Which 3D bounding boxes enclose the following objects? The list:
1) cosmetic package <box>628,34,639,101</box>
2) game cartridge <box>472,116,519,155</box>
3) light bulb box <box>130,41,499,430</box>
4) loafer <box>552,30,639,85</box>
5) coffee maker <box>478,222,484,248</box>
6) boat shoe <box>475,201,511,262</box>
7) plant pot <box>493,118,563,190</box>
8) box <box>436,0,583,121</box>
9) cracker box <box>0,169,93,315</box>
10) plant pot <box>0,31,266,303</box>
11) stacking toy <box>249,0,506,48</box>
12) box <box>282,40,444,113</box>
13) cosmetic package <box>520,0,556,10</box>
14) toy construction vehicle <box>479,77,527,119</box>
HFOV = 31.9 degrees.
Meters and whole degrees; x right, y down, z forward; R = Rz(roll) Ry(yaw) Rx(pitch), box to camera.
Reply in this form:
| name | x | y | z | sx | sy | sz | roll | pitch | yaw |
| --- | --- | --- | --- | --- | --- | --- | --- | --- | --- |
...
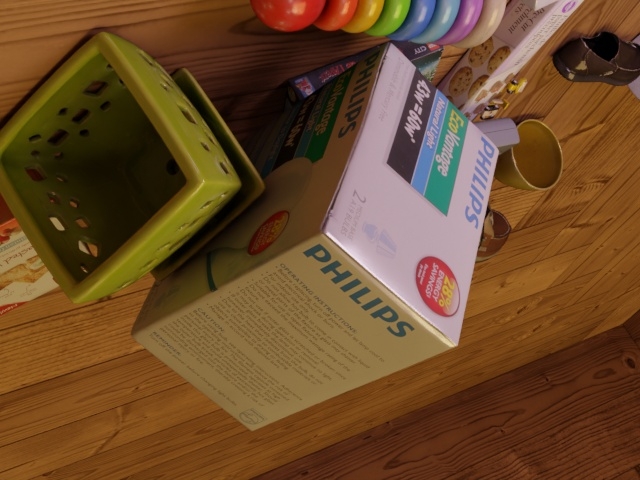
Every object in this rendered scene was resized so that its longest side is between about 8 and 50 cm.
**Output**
| name | x | y | z | sx | sy | sz | roll | pitch | yaw |
| --- | --- | --- | --- | --- | --- | --- | --- | --- | --- |
| cosmetic package | 0.664 | -0.315 | 2.056 | 0.151 | 0.151 | 0.184 | -44 | 157 | 30 |
| game cartridge | 0.177 | -0.128 | 1.839 | 0.198 | 0.062 | 0.297 | -17 | 175 | -34 |
| light bulb box | 0.000 | 0.000 | 1.429 | 0.225 | 0.357 | 0.361 | 41 | 133 | -22 |
| loafer | 0.498 | -0.317 | 1.928 | 0.220 | 0.080 | 0.078 | -12 | 153 | -39 |
| coffee maker | 0.192 | -0.047 | 2.051 | 0.178 | 0.171 | 0.120 | -7 | 117 | -8 |
| boat shoe | 0.293 | -0.033 | 2.241 | 0.324 | 0.122 | 0.120 | -5 | 144 | -50 |
| plant pot | 0.373 | -0.150 | 2.097 | 0.134 | 0.134 | 0.095 | -14 | 178 | -37 |
| box | 0.273 | -0.285 | 1.724 | 0.063 | 0.067 | 0.324 | -9 | 151 | -44 |
| cracker box | -0.400 | 0.005 | 1.469 | 0.156 | 0.067 | 0.232 | -28 | 159 | -7 |
| plant pot | -0.215 | -0.081 | 1.324 | 0.228 | 0.227 | 0.207 | -40 | 164 | 21 |
| stacking toy | 0.060 | -0.295 | 1.347 | 0.330 | 0.141 | 0.141 | -9 | 151 | -32 |
| box | 0.056 | -0.211 | 1.626 | 0.233 | 0.044 | 0.159 | -23 | 158 | -19 |
| cosmetic package | 0.282 | -0.406 | 1.338 | 0.117 | 0.085 | 0.231 | -26 | 141 | -20 |
| toy construction vehicle | 0.297 | -0.249 | 1.888 | 0.098 | 0.035 | 0.085 | -16 | 144 | -39 |
